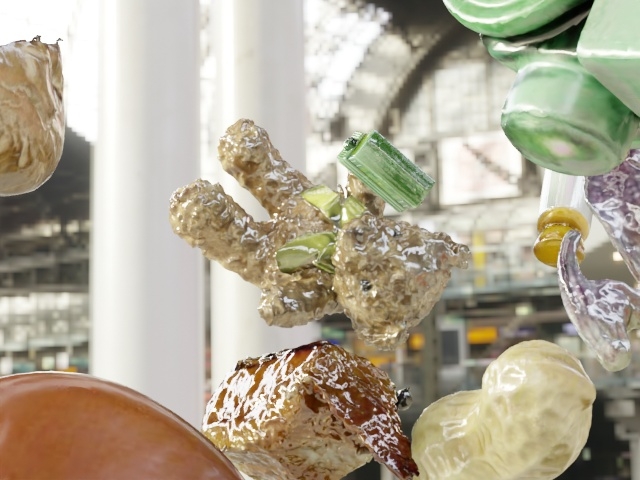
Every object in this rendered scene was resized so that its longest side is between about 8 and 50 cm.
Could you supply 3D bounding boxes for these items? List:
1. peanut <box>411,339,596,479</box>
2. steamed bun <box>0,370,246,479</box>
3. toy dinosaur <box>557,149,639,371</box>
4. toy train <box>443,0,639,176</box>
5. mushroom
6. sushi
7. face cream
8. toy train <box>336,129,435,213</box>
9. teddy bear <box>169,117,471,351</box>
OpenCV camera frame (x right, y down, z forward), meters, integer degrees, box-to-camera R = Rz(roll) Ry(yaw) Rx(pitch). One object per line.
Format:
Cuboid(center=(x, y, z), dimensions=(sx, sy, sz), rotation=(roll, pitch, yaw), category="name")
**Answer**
Cuboid(center=(0.172, 0.188, 1.423), dimensions=(0.136, 0.120, 0.298), rotation=(23, -37, -10), category="peanut")
Cuboid(center=(-0.132, 0.279, 0.838), dimensions=(0.248, 0.379, 0.235), rotation=(9, -26, 0), category="steamed bun")
Cuboid(center=(0.255, -0.015, 1.072), dimensions=(0.162, 0.294, 0.077), rotation=(32, -49, -16), category="toy dinosaur")
Cuboid(center=(0.172, -0.146, 0.601), dimensions=(0.202, 0.266, 0.145), rotation=(11, -16, 47), category="toy train")
Cuboid(center=(-0.327, -0.118, 1.464), dimensions=(0.156, 0.151, 0.285), rotation=(-12, 5, 13), category="mushroom")
Cuboid(center=(-0.008, 0.185, 1.513), dimensions=(0.179, 0.167, 0.296), rotation=(37, -37, -23), category="sushi")
Cuboid(center=(0.237, -0.058, 1.388), dimensions=(0.051, 0.182, 0.072), rotation=(9, -35, 9), category="face cream")
Cuboid(center=(0.062, -0.065, 1.349), dimensions=(0.093, 0.038, 0.056), rotation=(40, -13, -12), category="toy train")
Cuboid(center=(-0.006, -0.007, 1.725), dimensions=(0.296, 0.246, 0.222), rotation=(43, -25, -16), category="teddy bear")
